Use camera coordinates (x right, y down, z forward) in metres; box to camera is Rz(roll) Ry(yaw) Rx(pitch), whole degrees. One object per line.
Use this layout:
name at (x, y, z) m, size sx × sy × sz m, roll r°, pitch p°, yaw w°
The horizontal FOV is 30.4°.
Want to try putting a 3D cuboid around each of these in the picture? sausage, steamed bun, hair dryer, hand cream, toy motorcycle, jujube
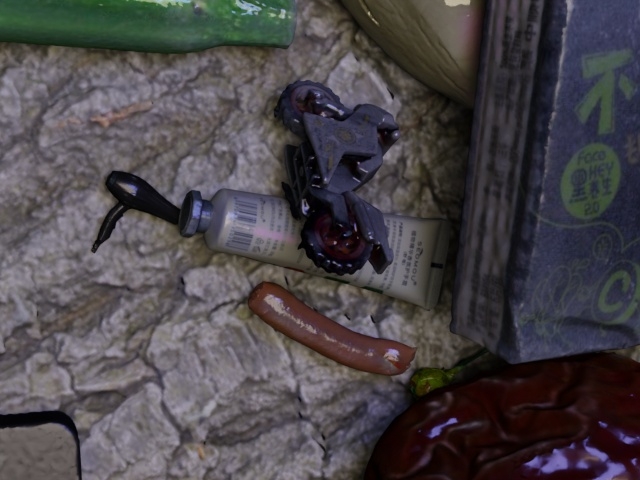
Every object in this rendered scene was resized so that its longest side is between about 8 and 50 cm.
sausage at (0.010, 0.089, 1.148) m, size 0.177 × 0.040 × 0.047 m, roll 27°, pitch 79°, yaw -14°
steamed bun at (0.127, -0.244, 1.110) m, size 0.239 × 0.152 × 0.170 m, roll 43°, pitch 82°, yaw -10°
hair dryer at (-0.181, -0.018, 1.107) m, size 0.079 × 0.031 × 0.083 m, roll 33°, pitch 97°, yaw -22°
hand cream at (0.000, 0.000, 1.139) m, size 0.276 × 0.059 × 0.095 m, roll 12°, pitch 88°, yaw -21°
toy motorcycle at (0.025, -0.058, 1.105) m, size 0.122 × 0.080 × 0.215 m, roll 4°, pitch 56°, yaw -22°
jujube at (0.233, 0.241, 1.102) m, size 0.377 × 0.276 × 0.276 m, roll -12°, pitch 95°, yaw -10°

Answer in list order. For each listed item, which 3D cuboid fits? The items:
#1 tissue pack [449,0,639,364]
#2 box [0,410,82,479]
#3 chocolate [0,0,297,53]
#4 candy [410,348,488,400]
tissue pack at (0.276, -0.097, 1.093) m, size 0.288 × 0.124 × 0.394 m, roll -5°, pitch 108°, yaw -34°
box at (-0.386, 0.270, 1.044) m, size 0.350 × 0.058 × 0.211 m, roll -2°, pitch 95°, yaw -15°
chocolate at (-0.165, -0.217, 1.065) m, size 0.291 × 0.110 × 0.110 m, roll 4°, pitch 91°, yaw -18°
candy at (0.143, 0.126, 1.195) m, size 0.123 × 0.035 × 0.035 m, roll -30°, pitch 110°, yaw -21°
